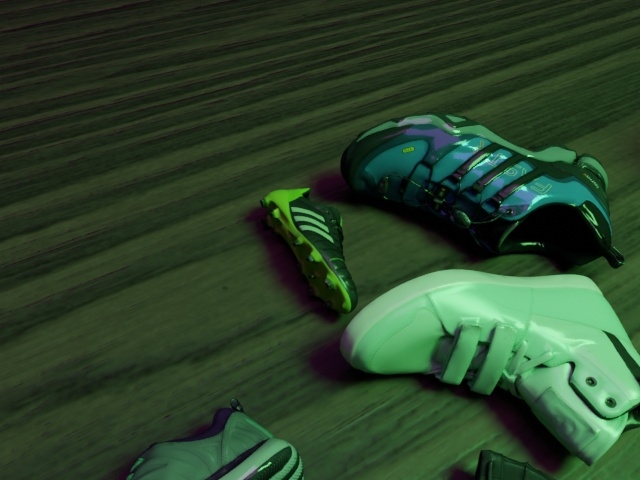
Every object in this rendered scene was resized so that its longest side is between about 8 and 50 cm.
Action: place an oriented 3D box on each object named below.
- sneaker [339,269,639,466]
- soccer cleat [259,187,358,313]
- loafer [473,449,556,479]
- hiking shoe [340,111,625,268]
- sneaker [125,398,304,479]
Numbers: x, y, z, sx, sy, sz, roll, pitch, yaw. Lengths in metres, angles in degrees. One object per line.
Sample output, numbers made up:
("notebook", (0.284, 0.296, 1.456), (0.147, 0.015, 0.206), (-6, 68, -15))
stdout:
("sneaker", (0.151, 0.104, 0.419), (0.255, 0.094, 0.151), (-4, 41, -12))
("soccer cleat", (0.000, 0.000, 0.539), (0.072, 0.060, 0.179), (-18, 47, -22))
("loafer", (0.084, 0.226, 0.319), (0.078, 0.076, 0.223), (27, 45, 27))
("hiking shoe", (0.170, -0.055, 0.565), (0.303, 0.113, 0.132), (8, 45, 3))
("sneaker", (-0.122, 0.194, 0.345), (0.223, 0.083, 0.098), (-25, 32, -31))
